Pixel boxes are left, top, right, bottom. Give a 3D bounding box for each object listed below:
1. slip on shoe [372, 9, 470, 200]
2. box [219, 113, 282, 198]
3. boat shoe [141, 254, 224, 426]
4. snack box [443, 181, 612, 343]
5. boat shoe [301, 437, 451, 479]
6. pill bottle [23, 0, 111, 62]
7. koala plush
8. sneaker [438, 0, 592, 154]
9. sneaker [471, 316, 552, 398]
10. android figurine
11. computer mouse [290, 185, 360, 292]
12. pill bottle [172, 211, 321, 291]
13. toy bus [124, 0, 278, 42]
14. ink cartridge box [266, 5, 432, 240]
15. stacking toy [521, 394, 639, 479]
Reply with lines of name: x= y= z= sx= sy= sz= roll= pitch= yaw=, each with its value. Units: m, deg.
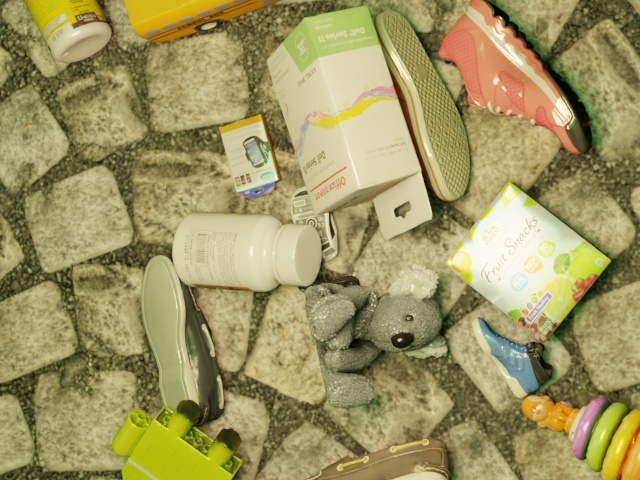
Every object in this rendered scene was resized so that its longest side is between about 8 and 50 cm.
slip on shoe: x=0.150 y=-0.214 z=1.817 sx=0.101 sy=0.123 sz=0.331 roll=-29 pitch=84 yaw=41
box: x=-0.120 y=-0.144 z=1.924 sx=0.081 sy=0.028 sz=0.136 roll=-16 pitch=88 yaw=14
boat shoe: x=-0.238 y=0.173 z=1.925 sx=0.114 sy=0.091 sz=0.303 roll=-8 pitch=89 yaw=44
snack box: x=0.334 y=0.035 z=1.777 sx=0.207 sy=0.070 sz=0.174 roll=39 pitch=100 yaw=14
boat shoe: x=0.067 y=0.406 z=1.834 sx=0.324 sy=0.116 sz=0.097 roll=-19 pitch=44 yaw=27
pill bottle: x=-0.470 y=-0.436 z=1.972 sx=0.117 sy=0.117 sz=0.215 roll=-30 pitch=83 yaw=13
koala plush: x=0.096 y=0.136 z=1.798 sx=0.221 sy=0.203 sz=0.196 roll=-14 pitch=110 yaw=0
sneaker: x=0.313 y=-0.242 z=1.779 sx=0.136 sy=0.116 sz=0.314 roll=-43 pitch=73 yaw=21
sneaker: x=0.317 y=0.174 z=1.785 sx=0.084 sy=0.058 sz=0.152 roll=-35 pitch=85 yaw=18
android figurine: x=-0.244 y=0.393 z=1.889 sx=0.248 sy=0.056 sz=0.273 roll=36 pitch=125 yaw=0
computer mouse: x=0.000 y=0.000 z=1.885 sx=0.106 sy=0.042 sz=0.193 roll=-10 pitch=93 yaw=20
pill bottle: x=-0.121 y=0.020 z=1.850 sx=0.229 sy=0.131 sz=0.131 roll=3 pitch=90 yaw=26
toy bus: x=-0.162 y=-0.445 z=1.882 sx=0.332 sy=0.130 sz=0.108 roll=-17 pitch=85 yaw=15
ink cartridge box: x=0.043 y=-0.170 z=1.777 sx=0.119 sy=0.207 sz=0.354 roll=-16 pitch=84 yaw=-23
stacking toy: x=0.453 y=0.311 z=1.719 sx=0.301 sy=0.175 sz=0.166 roll=24 pitch=101 yaw=28
